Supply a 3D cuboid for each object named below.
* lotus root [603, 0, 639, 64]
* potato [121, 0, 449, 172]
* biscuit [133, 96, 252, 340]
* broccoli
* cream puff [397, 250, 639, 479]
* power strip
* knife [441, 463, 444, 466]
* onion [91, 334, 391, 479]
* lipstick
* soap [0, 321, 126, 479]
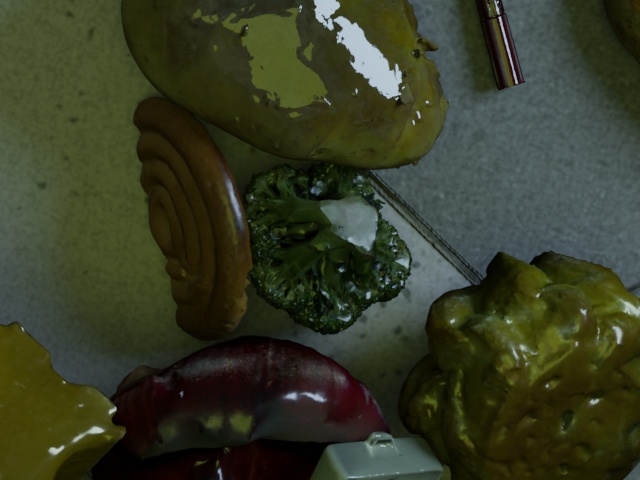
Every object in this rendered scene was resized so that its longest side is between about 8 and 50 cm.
[{"bbox_3d":[0.354,-0.156,1.678,0.258,0.097,0.110,34,101,-2],"label":"lotus root"},{"bbox_3d":[-0.022,-0.167,1.646,0.296,0.141,0.191,29,77,-10],"label":"potato"},{"bbox_3d":[-0.108,-0.012,1.686,0.033,0.144,0.224,-18,106,-29],"label":"biscuit"},{"bbox_3d":[0.000,0.000,1.688,0.146,0.138,0.162,-38,89,-29],"label":"broccoli"},{"bbox_3d":[0.189,0.119,1.673,0.196,0.244,0.244,31,101,31],"label":"cream puff"},{"bbox_3d":[-0.002,0.309,1.699,0.106,0.043,0.367,-1,132,-31],"label":"power strip"},{"bbox_3d":[0.031,0.257,1.788,0.293,0.020,0.043,-44,100,8],"label":"knife"},{"bbox_3d":[-0.076,0.159,1.686,0.272,0.195,0.272,-5,142,-4],"label":"onion"},{"bbox_3d":[0.145,-0.220,1.699,0.027,0.027,0.176,-16,99,3],"label":"lipstick"},{"bbox_3d":[-0.368,0.172,1.629,0.293,0.156,0.335,41,135,-7],"label":"soap"}]
